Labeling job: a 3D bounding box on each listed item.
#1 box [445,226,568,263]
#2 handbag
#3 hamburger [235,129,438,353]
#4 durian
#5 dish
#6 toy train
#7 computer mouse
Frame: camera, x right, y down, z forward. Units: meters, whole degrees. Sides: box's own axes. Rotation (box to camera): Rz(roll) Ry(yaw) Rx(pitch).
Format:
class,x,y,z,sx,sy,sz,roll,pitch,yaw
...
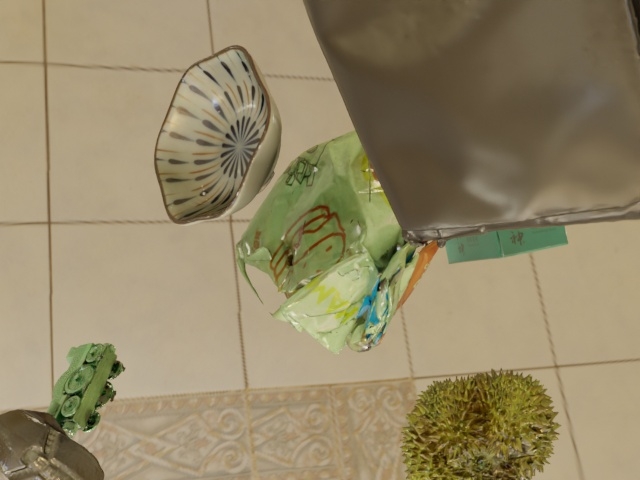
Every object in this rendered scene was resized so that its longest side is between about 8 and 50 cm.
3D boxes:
class,x,y,z,sx,sy,sz,roll,pitch,yaw
box,0.365,-0.014,1.602,0.153,0.245,0.092,-10,88,-16
handbag,0.109,-0.114,0.423,0.080,0.223,0.246,-56,131,-44
hamburger,-0.005,0.006,0.889,0.151,0.276,0.260,1,68,-30
durian,0.266,0.347,1.372,0.291,0.225,0.290,-10,111,-26
dish,-0.092,-0.099,0.812,0.066,0.191,0.190,14,62,-43
toy train,-0.399,0.247,1.319,0.071,0.105,0.178,57,33,-35
computer mouse,-0.400,0.319,1.146,0.192,0.062,0.106,43,75,-6
